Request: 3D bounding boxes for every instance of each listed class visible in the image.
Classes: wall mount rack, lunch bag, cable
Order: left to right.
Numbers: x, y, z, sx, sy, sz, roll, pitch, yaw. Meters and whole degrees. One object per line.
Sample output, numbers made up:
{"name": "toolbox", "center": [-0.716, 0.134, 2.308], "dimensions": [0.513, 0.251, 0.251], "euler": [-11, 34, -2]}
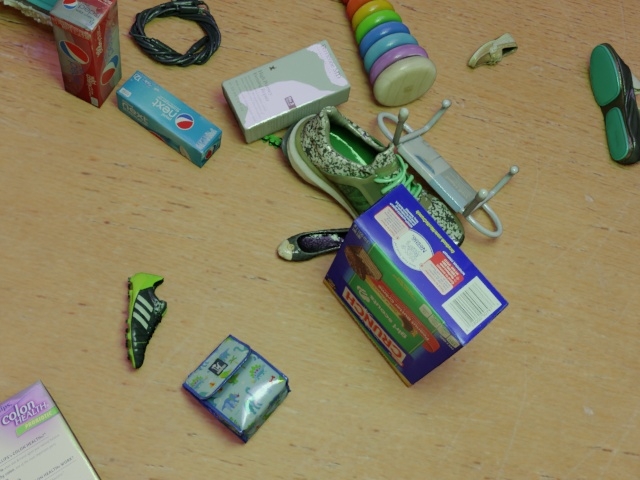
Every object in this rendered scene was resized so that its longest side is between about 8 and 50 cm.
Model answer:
{"name": "cable", "center": [-0.303, -0.427, 1.688], "dimensions": [0.184, 0.047, 0.151], "euler": [-10, 76, -17]}
{"name": "lunch bag", "center": [-0.148, 0.254, 1.428], "dimensions": [0.151, 0.096, 0.129], "euler": [37, 69, 20]}
{"name": "wall mount rack", "center": [0.248, -0.156, 1.578], "dimensions": [0.350, 0.130, 0.304], "euler": [46, 30, 8]}

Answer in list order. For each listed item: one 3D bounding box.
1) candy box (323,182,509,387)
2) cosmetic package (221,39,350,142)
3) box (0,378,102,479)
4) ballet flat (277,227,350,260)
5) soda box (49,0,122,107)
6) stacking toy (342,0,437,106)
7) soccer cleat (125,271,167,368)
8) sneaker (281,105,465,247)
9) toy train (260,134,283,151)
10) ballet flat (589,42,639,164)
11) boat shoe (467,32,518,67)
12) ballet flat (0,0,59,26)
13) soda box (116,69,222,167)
{"name": "candy box", "center": [0.149, 0.089, 1.422], "dimensions": [0.122, 0.317, 0.268], "euler": [-37, 79, -20]}
{"name": "cosmetic package", "center": [-0.067, -0.297, 1.621], "dimensions": [0.231, 0.085, 0.117], "euler": [-26, 79, -7]}
{"name": "box", "center": [-0.477, 0.388, 1.294], "dimensions": [0.213, 0.117, 0.243], "euler": [-31, 79, -20]}
{"name": "ballet flat", "center": [0.000, 0.000, 1.573], "dimensions": [0.173, 0.049, 0.057], "euler": [-12, 71, -15]}
{"name": "soda box", "center": [-0.430, -0.360, 1.512], "dimensions": [0.083, 0.263, 0.092], "euler": [28, 67, -1]}
{"name": "stacking toy", "center": [0.122, -0.453, 1.743], "dimensions": [0.141, 0.141, 0.330], "euler": [-16, 66, -16]}
{"name": "soccer cleat", "center": [-0.311, 0.141, 1.454], "dimensions": [0.072, 0.060, 0.179], "euler": [2, 66, -12]}
{"name": "sneaker", "center": [0.116, -0.111, 1.557], "dimensions": [0.410, 0.182, 0.158], "euler": [35, 69, -5]}
{"name": "toy train", "center": [-0.089, -0.201, 1.652], "dimensions": [0.083, 0.017, 0.024], "euler": [28, 57, 1]}
{"name": "ballet flat", "center": [0.669, -0.301, 1.805], "dimensions": [0.096, 0.095, 0.281], "euler": [-3, 80, -23]}
{"name": "boat shoe", "center": [0.387, -0.417, 1.810], "dimensions": [0.135, 0.050, 0.045], "euler": [-34, 73, -21]}
{"name": "ballet flat", "center": [-0.623, -0.517, 1.605], "dimensions": [0.409, 0.147, 0.147], "euler": [30, 66, -6]}
{"name": "soda box", "center": [-0.296, -0.237, 1.595], "dimensions": [0.210, 0.071, 0.067], "euler": [36, 68, 4]}
